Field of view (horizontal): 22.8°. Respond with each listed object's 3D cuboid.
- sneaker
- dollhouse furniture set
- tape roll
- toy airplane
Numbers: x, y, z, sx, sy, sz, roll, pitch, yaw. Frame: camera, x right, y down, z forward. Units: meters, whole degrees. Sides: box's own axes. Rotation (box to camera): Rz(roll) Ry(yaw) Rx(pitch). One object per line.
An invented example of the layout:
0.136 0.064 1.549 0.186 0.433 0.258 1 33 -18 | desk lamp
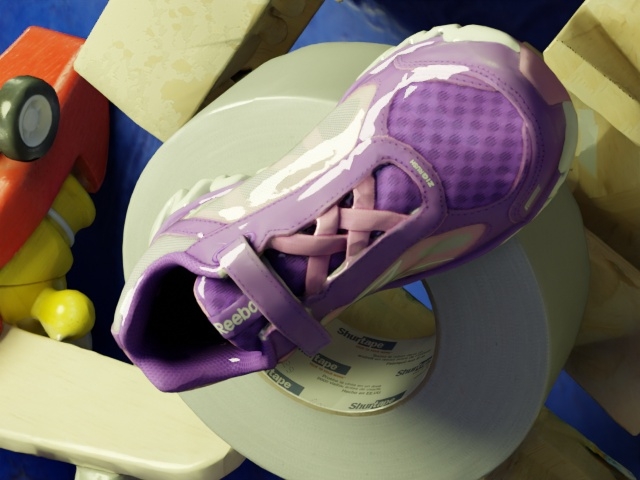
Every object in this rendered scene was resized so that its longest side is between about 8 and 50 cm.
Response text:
0.000 0.000 0.655 0.236 0.104 0.095 -30 100 35 | sneaker
0.107 -0.069 0.878 0.394 0.256 0.362 39 128 1 | dollhouse furniture set
0.016 0.018 0.768 0.219 0.072 0.219 12 122 20 | tape roll
-0.261 0.079 1.160 0.384 0.272 0.386 -31 64 10 | toy airplane
